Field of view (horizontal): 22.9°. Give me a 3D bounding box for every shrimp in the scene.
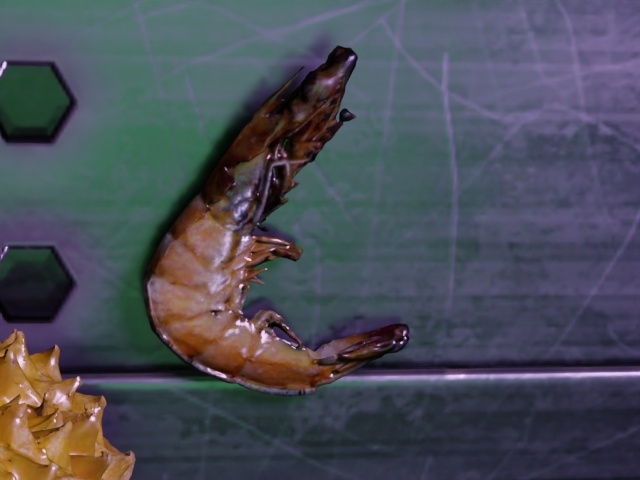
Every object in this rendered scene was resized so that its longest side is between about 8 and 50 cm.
[{"bbox_3d":[0.000,0.001,0.854,0.148,0.035,0.195,32,104,-13],"label":"shrimp"}]

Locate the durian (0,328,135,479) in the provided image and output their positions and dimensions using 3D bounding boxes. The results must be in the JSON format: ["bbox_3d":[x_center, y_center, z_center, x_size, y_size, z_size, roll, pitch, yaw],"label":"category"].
[{"bbox_3d":[-0.155,0.144,0.745,0.185,0.196,0.305,-28,72,-19],"label":"durian"}]
